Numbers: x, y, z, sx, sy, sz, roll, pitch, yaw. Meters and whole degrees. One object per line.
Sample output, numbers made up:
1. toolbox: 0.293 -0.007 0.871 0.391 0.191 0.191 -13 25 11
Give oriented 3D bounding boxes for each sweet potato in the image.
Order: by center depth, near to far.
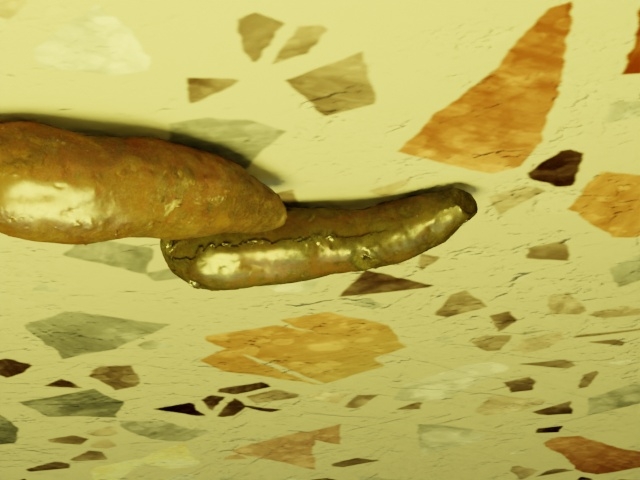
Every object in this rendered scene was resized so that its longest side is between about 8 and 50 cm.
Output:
1. sweet potato: -0.151 -0.038 1.456 0.292 0.097 0.097 6 155 -25
2. sweet potato: 0.000 0.000 1.596 0.273 0.075 0.075 -7 157 1
